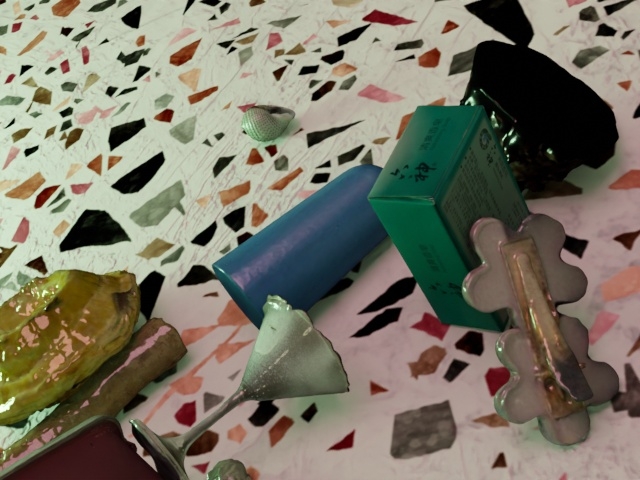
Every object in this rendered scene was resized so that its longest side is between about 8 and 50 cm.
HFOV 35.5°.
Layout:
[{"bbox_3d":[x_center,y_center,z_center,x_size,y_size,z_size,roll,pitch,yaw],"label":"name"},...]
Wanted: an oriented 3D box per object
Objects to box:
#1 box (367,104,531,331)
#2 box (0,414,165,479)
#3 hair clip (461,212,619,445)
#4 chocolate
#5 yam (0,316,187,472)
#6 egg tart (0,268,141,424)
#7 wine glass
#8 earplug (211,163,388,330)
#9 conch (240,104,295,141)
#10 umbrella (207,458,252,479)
[{"bbox_3d":[0.166,-0.024,1.180,0.092,0.245,0.153,6,53,38],"label":"box"},{"bbox_3d":[-0.281,0.352,1.081,0.294,0.193,0.167,-30,43,-35],"label":"box"},{"bbox_3d":[0.236,0.093,1.080,0.146,0.075,0.257,-14,73,-10],"label":"hair clip"},{"bbox_3d":[0.261,-0.130,1.332,0.224,0.206,0.177,-80,16,-50],"label":"chocolate"},{"bbox_3d":[-0.333,0.238,1.347,0.357,0.081,0.081,-40,43,-11],"label":"yam"},{"bbox_3d":[-0.380,0.126,1.398,0.290,0.115,0.290,-29,24,14],"label":"egg tart"},{"bbox_3d":[-0.098,0.187,1.166,0.232,0.156,0.156,-37,42,-20],"label":"wine glass"},{"bbox_3d":[0.000,0.000,1.347,0.273,0.132,0.132,-39,43,-13],"label":"earplug"},{"bbox_3d":[-0.086,-0.190,1.618,0.085,0.056,0.076,9,31,-1],"label":"conch"},{"bbox_3d":[-0.099,0.314,1.155,0.067,0.062,0.143,1,35,-12],"label":"umbrella"}]
